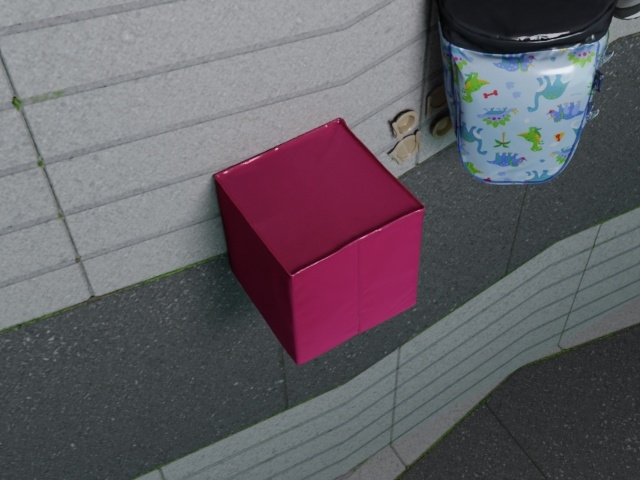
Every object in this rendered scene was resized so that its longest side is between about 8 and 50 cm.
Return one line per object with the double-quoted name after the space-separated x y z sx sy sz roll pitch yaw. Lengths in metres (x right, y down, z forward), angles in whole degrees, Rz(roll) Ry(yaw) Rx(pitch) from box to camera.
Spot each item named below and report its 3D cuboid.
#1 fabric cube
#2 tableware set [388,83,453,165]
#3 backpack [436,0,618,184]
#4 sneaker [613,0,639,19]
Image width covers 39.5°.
0.000 0.000 1.508 0.259 0.254 0.258 -26 144 -18 "fabric cube"
0.193 -0.213 1.648 0.168 0.020 0.141 -34 147 -6 "tableware set"
0.333 -0.263 1.508 0.290 0.273 0.355 -1 157 2 "backpack"
0.627 -0.527 1.636 0.108 0.100 0.271 25 118 -28 "sneaker"
